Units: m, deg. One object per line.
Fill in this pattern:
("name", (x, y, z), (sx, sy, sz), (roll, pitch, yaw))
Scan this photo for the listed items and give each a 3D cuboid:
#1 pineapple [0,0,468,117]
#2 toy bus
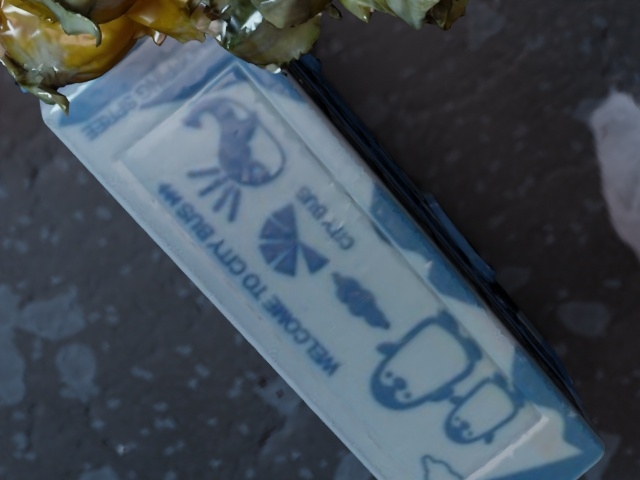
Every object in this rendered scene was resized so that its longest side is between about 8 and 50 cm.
("pineapple", (-0.073, -0.192, 0.555), (0.344, 0.286, 0.209), (-48, 139, 12))
("toy bus", (0.000, 0.000, 0.749), (0.106, 0.131, 0.297), (-39, 111, 8))
